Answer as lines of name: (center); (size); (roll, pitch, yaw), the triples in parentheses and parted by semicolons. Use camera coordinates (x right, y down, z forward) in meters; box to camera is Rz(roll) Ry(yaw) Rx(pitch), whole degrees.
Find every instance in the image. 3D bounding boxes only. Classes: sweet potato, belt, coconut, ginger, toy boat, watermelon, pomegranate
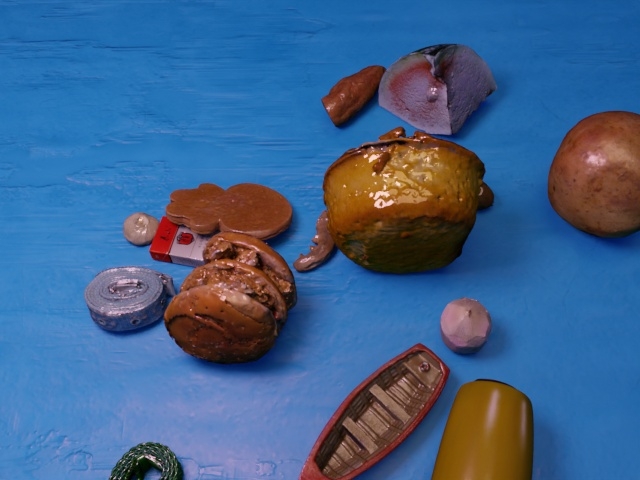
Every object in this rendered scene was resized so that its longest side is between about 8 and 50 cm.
sweet potato: (0.088, -0.388, 1.725); (0.097, 0.097, 0.252); (33, 61, 19)
belt: (-0.416, 0.127, 1.421); (0.163, 0.082, 0.148); (16, 50, 14)
coconut: (0.300, 0.171, 1.362); (0.110, 0.124, 0.110); (-1, 60, 2)
ginger: (0.002, 0.002, 1.511); (0.069, 0.051, 0.173); (22, 60, 17)
toy boat: (0.095, 0.358, 1.278); (0.392, 0.079, 0.136); (-40, 69, -22)
watermelon: (0.271, -0.362, 1.659); (0.289, 0.320, 0.214); (-11, 83, 29)
belt: (-0.329, 0.450, 1.225); (0.121, 0.079, 0.151); (29, 64, 16)
pomegranate: (0.643, -0.144, 1.468); (0.281, 0.281, 0.281); (0, 59, 0)
sweet potato: (0.304, -0.130, 1.584); (0.233, 0.062, 0.081); (13, 61, 11)

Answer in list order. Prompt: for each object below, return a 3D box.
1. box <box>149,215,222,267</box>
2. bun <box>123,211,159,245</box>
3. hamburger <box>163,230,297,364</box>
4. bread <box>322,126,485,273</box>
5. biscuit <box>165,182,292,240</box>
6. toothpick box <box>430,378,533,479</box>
box: (-0.302, 0.005, 1.514); (0.152, 0.048, 0.100); (11, 56, 4)
bun: (-0.418, -0.031, 1.531); (0.086, 0.055, 0.086); (0, 60, 0)
hamburger: (-0.177, 0.130, 1.342); (0.245, 0.260, 0.211); (46, 41, -22)
bread: (0.176, -0.067, 1.375); (0.336, 0.358, 0.204); (-4, 63, 0)
biscuit: (-0.209, -0.067, 1.526); (0.288, 0.044, 0.202); (0, 39, -6)
toothpick box: (0.300, 0.394, 1.202); (0.175, 0.175, 0.271); (15, 58, 9)
